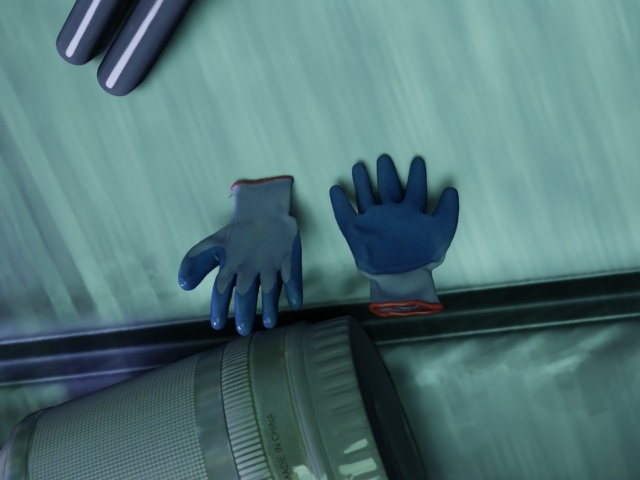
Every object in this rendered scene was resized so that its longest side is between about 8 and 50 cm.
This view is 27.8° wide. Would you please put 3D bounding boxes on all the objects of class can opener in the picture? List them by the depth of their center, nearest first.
[{"bbox_3d":[-0.104,-0.197,0.842,0.076,0.095,0.283,37,129,-3],"label":"can opener"}]

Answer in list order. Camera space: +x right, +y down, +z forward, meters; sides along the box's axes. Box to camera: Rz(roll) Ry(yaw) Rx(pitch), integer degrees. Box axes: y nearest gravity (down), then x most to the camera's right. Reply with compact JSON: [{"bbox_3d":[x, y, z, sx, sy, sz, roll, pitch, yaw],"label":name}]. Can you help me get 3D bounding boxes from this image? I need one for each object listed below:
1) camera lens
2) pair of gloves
[{"bbox_3d":[-0.073,0.190,0.904,0.274,0.219,0.219,-20,98,8],"label":"camera lens"},{"bbox_3d":[0.000,0.000,0.905,0.198,0.159,0.023,-5,132,5],"label":"pair of gloves"}]
